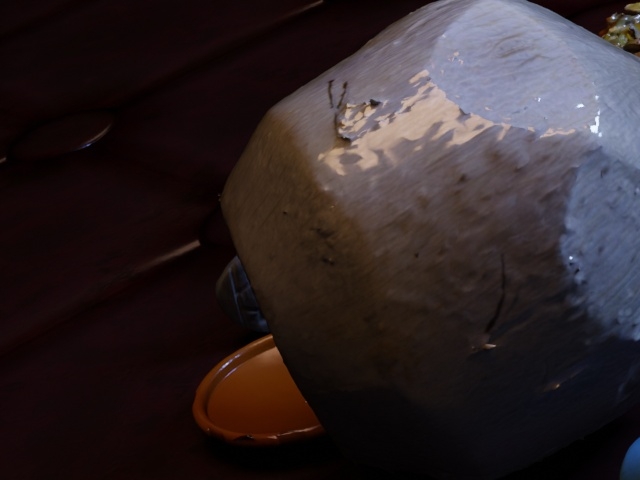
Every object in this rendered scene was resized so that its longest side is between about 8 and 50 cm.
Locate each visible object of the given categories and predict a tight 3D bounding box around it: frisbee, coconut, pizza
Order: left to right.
[{"bbox_3d":[-0.014,0.127,1.663,0.192,0.035,0.192,-14,25,7],"label":"frisbee"},{"bbox_3d":[0.127,-0.009,1.465,0.360,0.346,0.346,-26,24,2],"label":"coconut"},{"bbox_3d":[0.344,-0.208,2.098,0.147,0.069,0.226,-4,28,33],"label":"pizza"}]

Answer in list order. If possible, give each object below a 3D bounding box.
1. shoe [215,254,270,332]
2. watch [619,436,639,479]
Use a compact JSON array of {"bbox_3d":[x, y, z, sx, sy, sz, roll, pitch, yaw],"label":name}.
[{"bbox_3d":[0.000,0.000,1.839,0.227,0.099,0.125,-18,31,-12],"label":"shoe"},{"bbox_3d":[0.202,0.218,1.185,0.193,0.211,0.211,-19,16,46],"label":"watch"}]
